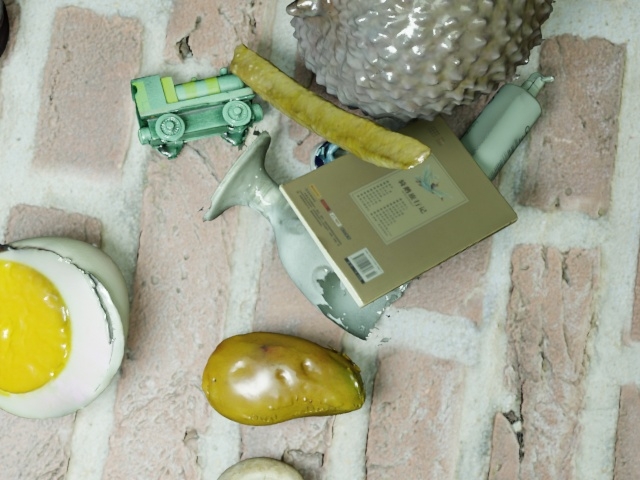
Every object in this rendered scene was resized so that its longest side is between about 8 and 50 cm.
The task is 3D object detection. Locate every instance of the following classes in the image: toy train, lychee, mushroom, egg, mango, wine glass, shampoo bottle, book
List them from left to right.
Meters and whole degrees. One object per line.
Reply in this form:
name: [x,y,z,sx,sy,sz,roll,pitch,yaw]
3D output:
egg: [-0.403,0.120,1.558,0.286,0.174,0.264,-41,92,17]
toy train: [-0.196,-0.210,1.656,0.200,0.083,0.132,-13,73,-15]
mushroom: [-0.091,0.409,1.568,0.166,0.127,0.166,0,79,0]
mango: [-0.054,0.214,1.582,0.249,0.151,0.156,11,48,-1]
wine glass: [0.000,-0.004,1.601,0.357,0.190,0.190,39,81,4]
book: [0.121,-0.054,1.548,0.310,0.021,0.217,-27,73,-28]
lychee: [0.145,-0.362,1.559,0.432,0.380,0.380,-12,84,-30]
shampoo bottle: [0.282,-0.170,1.691,0.085,0.085,0.262,38,77,0]

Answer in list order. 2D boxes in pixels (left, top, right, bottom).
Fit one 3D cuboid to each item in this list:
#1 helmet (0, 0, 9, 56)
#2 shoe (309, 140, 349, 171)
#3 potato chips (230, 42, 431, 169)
helmet: [-0.615,-0.330,1.582,0.305,0.177,0.225,5,77,2]
shoe: [0.088,-0.128,1.663,0.207,0.106,0.091,-2,85,-12]
potato chips: [0.012,-0.184,1.552,0.407,0.080,0.057,34,82,35]
